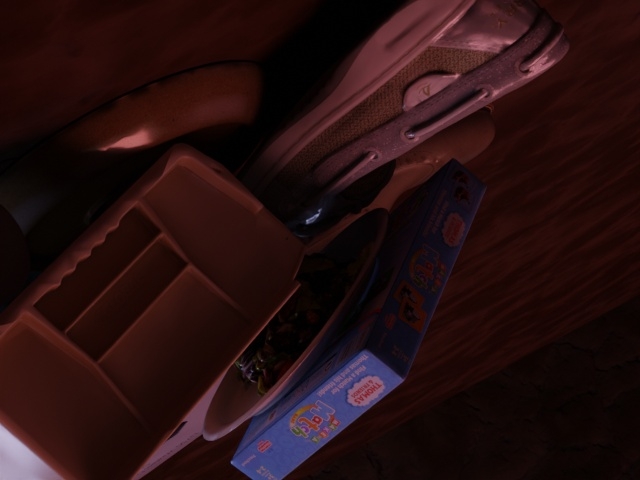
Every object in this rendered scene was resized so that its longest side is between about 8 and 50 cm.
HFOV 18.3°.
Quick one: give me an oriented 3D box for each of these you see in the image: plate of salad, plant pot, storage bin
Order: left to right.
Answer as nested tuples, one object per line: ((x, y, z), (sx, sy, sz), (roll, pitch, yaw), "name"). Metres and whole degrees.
((-0.163, 0.097, 1.275), (0.262, 0.123, 0.260), (-44, -176, 47), "storage bin")
((-0.128, -0.040, 1.326), (0.236, 0.032, 0.236), (-29, 167, -7), "plant pot")
((-0.025, 0.050, 1.355), (0.200, 0.048, 0.200), (-48, -170, 12), "plate of salad")

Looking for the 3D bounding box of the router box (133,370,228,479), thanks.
((-0.197, 0.162, 1.868), (0.335, 0.082, 0.301), (-37, 166, 29), "router box")

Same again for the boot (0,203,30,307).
((-0.293, 0.029, 1.125), (0.123, 0.095, 0.258), (-26, 168, 36), "boot")

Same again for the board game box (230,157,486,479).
((0.028, 0.055, 1.357), (0.160, 0.039, 0.211), (-43, -166, 41), "board game box")

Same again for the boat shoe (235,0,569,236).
((0.037, -0.076, 1.326), (0.320, 0.103, 0.118), (-44, -173, 43), "boat shoe")

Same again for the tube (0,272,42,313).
((-0.266, 0.076, 1.451), (0.207, 0.052, 0.080), (-41, 176, 23), "tube")

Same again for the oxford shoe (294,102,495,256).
((0.000, 0.000, 1.558), (0.348, 0.130, 0.123), (-30, 168, -4), "oxford shoe")
